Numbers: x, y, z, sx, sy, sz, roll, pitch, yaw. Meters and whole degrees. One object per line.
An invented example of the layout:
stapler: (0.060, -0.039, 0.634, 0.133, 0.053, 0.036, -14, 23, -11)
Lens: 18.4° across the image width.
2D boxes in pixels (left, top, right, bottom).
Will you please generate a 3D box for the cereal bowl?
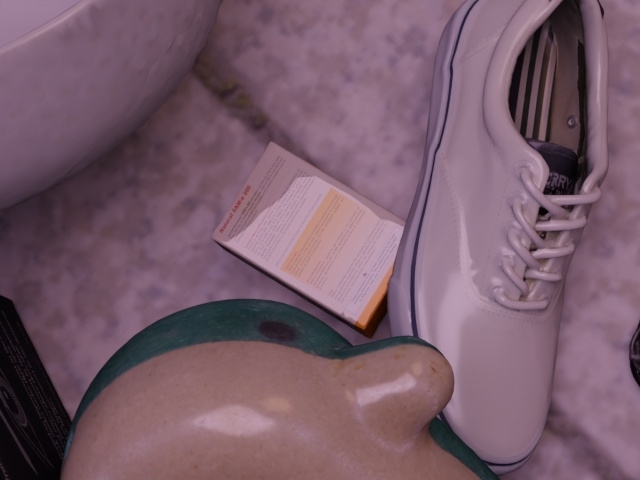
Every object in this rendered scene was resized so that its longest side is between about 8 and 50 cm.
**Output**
cereal bowl: (-0.201, -0.111, 1.009, 0.339, 0.141, 0.339, -10, 38, 7)

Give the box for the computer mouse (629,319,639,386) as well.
computer mouse: (0.176, 0.119, 0.996, 0.071, 0.041, 0.242, 10, 81, 12)

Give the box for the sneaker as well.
sneaker: (0.094, -0.011, 0.993, 0.094, 0.091, 0.258, 8, 78, -25)

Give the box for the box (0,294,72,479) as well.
box: (-0.197, 0.103, 0.976, 0.108, 0.207, 0.153, -29, 76, 3)

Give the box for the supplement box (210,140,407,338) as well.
supplement box: (0.000, 0.000, 1.050, 0.098, 0.036, 0.062, 32, 85, 12)

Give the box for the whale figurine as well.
whale figurine: (0.012, 0.119, 0.946, 0.272, 0.141, 0.216, 14, 123, -11)
